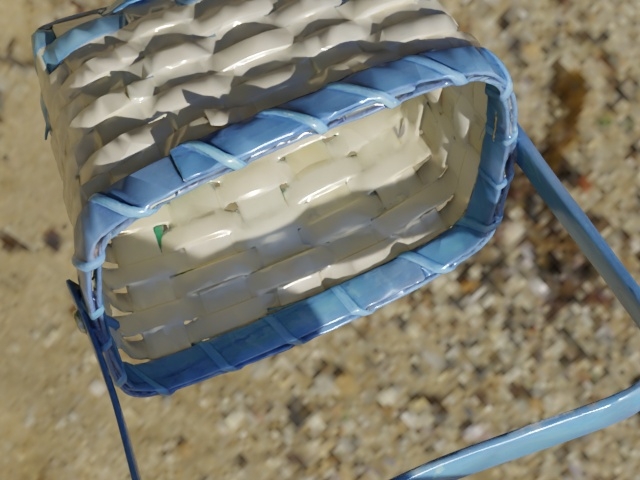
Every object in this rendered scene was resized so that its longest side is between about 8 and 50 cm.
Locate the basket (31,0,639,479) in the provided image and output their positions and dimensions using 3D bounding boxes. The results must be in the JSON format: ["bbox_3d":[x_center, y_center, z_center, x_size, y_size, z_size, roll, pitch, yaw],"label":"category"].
[{"bbox_3d":[0.000,0.000,0.899,0.254,0.201,0.289,-20,56,-8],"label":"basket"}]
